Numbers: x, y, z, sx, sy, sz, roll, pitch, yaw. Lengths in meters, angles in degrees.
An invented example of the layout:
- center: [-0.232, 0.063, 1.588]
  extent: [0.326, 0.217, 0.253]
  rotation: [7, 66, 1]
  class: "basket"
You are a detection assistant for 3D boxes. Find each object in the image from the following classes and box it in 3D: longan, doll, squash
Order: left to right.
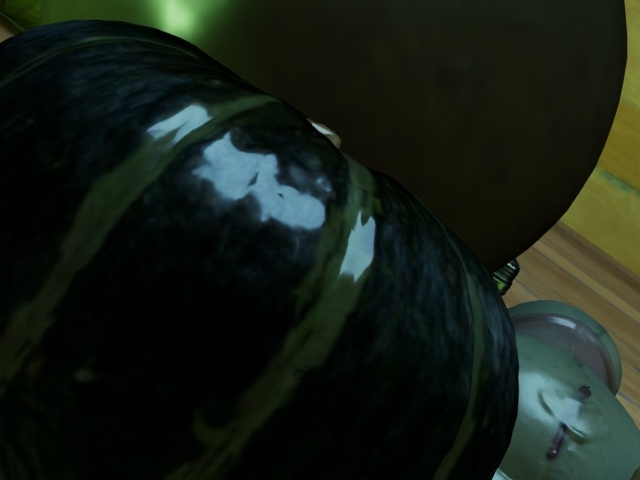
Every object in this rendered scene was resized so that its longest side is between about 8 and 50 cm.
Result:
- center: [-0.046, 0.024, 0.566]
  extent: [0.252, 0.165, 0.252]
  rotation: [34, 5, -3]
  class: "squash"
- center: [0.011, -0.115, 0.907]
  extent: [0.361, 0.361, 0.361]
  rotation: [32, 11, -7]
  class: "longan"
- center: [0.121, 0.098, 0.849]
  extent: [0.155, 0.113, 0.275]
  rotation: [37, 10, 3]
  class: "doll"

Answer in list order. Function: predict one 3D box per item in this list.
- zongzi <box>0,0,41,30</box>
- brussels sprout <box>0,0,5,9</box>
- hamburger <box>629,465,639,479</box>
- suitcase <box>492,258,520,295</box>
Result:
- center: [-0.240, -0.216, 1.244]
  extent: [0.228, 0.115, 0.256]
  rotation: [23, 25, -28]
  class: "zongzi"
- center: [-0.212, -0.158, 0.499]
  extent: [0.242, 0.317, 0.273]
  rotation: [16, -5, -27]
  class: "brussels sprout"
- center: [0.264, 0.203, 0.723]
  extent: [0.295, 0.151, 0.227]
  rotation: [27, 11, -31]
  class: "hamburger"
- center: [0.125, 0.006, 1.408]
  extent: [0.126, 0.059, 0.086]
  rotation: [31, 13, -12]
  class: "suitcase"
